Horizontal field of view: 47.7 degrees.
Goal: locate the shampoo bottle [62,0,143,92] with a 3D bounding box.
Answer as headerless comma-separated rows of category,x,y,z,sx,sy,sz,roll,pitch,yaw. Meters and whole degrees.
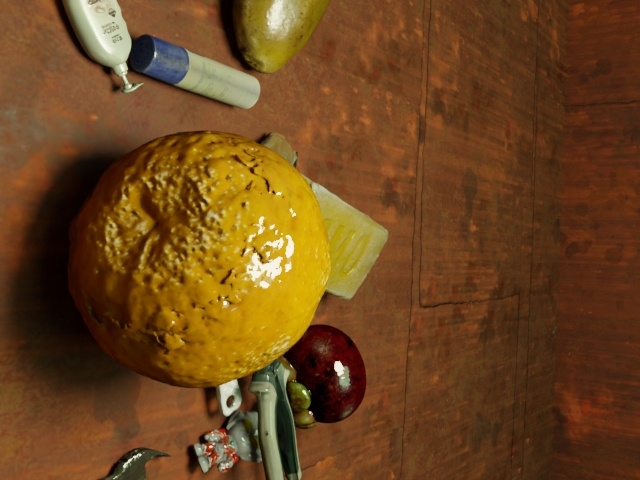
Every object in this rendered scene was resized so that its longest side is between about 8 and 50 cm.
shampoo bottle,-0.291,-0.271,0.984,0.077,0.045,0.152,-45,128,-45

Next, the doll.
doll,-0.138,0.337,1.214,0.180,0.079,0.094,-12,67,-49

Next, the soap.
soap,0.000,0.000,1.334,0.274,0.089,0.174,27,94,-53

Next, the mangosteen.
mangosteen,-0.014,0.249,1.310,0.199,0.199,0.200,-4,95,-55

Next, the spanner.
spanner,-0.081,0.264,1.199,0.095,0.040,0.325,-23,107,-64

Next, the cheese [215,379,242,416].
cheese,-0.157,0.150,1.173,0.163,0.070,0.249,-53,132,-39

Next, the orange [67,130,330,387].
orange,-0.151,0.027,0.957,0.293,0.340,0.341,54,48,-62

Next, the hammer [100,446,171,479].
hammer,-0.248,0.447,1.096,0.125,0.027,0.297,-32,117,-45

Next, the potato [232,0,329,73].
potato,-0.050,-0.464,1.241,0.195,0.176,0.369,114,-2,-77

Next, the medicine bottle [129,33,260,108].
medicine bottle,-0.188,-0.257,1.120,0.230,0.059,0.059,9,84,-55

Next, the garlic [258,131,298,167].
garlic,-0.098,-0.132,1.259,0.084,0.066,0.152,52,40,-6
